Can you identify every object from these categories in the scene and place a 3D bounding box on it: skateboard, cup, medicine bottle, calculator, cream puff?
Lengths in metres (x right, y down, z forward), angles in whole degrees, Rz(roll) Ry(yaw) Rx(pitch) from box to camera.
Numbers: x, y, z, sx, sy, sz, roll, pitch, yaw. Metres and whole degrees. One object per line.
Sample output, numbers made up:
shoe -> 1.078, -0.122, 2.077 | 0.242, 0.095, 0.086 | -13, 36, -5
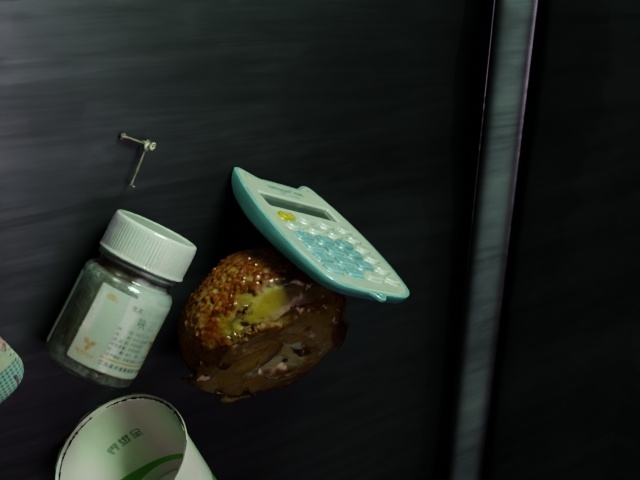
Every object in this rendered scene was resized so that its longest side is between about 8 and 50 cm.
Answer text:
skateboard -> -0.319, -0.134, 1.722 | 0.064, 0.032, 0.083 | 16, 98, -34
cup -> -0.313, 0.451, 1.883 | 0.253, 0.253, 0.274 | -45, 141, -15
medicine bottle -> -0.334, 0.100, 1.725 | 0.165, 0.165, 0.273 | 26, 94, -45
calculator -> 0.000, 0.000, 1.818 | 0.256, 0.386, 0.054 | 13, 112, -44
cream puff -> -0.106, 0.133, 1.879 | 0.350, 0.228, 0.350 | -17, 147, -11

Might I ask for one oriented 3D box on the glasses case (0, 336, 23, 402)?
glasses case -> -0.588, 0.150, 1.593 | 0.125, 0.076, 0.327 | -43, 132, -13
